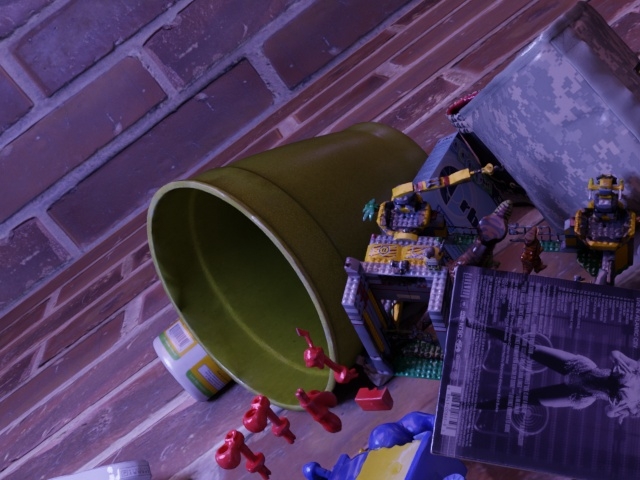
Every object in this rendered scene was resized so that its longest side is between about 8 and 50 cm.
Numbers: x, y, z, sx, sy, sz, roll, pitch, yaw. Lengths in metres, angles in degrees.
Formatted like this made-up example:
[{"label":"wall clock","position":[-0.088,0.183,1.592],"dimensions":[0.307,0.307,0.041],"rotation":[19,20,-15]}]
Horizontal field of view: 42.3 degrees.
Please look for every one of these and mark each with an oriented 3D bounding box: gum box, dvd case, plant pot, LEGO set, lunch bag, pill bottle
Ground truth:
[{"label":"gum box","position":[0.195,-0.043,1.192],"dimensions":[0.041,0.157,0.184],"rotation":[-19,27,43]},{"label":"dvd case","position":[0.214,0.115,0.691],"dimensions":[0.018,0.221,0.164],"rotation":[65,-146,-72]},{"label":"plant pot","position":[0.000,0.000,1.227],"dimensions":[0.353,0.366,0.366],"rotation":[-35,15,-34]},{"label":"LEGO set","position":[0.170,0.018,0.833],"dimensions":[0.331,0.192,0.254],"rotation":[11,61,25]},{"label":"lunch bag","position":[0.314,-0.136,0.966],"dimensions":[0.169,0.235,0.287],"rotation":[-39,0,-3]},{"label":"pill bottle","position":[-0.146,0.145,1.394],"dimensions":[0.246,0.136,0.136],"rotation":[-39,19,-6]}]

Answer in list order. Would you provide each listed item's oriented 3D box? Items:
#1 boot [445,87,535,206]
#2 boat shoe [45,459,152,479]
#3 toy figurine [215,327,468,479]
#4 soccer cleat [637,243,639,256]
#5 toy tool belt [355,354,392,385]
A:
[{"label":"boot","position":[0.294,-0.138,1.202],"dimensions":[0.085,0.178,0.236],"rotation":[-44,19,-19]},{"label":"boat shoe","position":[-0.351,0.398,1.233],"dimensions":[0.302,0.109,0.094],"rotation":[-29,62,44]},{"label":"toy figurine","position":[0.032,0.248,0.785],"dimensions":[0.217,0.191,0.362],"rotation":[-13,31,41]},{"label":"soccer cleat","position":[0.399,-0.001,0.933],"dimensions":[0.083,0.029,0.035],"rotation":[-26,17,18]},{"label":"toy tool belt","position":[0.088,0.149,1.099],"dimensions":[0.083,0.051,0.052],"rotation":[-42,20,-13]}]
